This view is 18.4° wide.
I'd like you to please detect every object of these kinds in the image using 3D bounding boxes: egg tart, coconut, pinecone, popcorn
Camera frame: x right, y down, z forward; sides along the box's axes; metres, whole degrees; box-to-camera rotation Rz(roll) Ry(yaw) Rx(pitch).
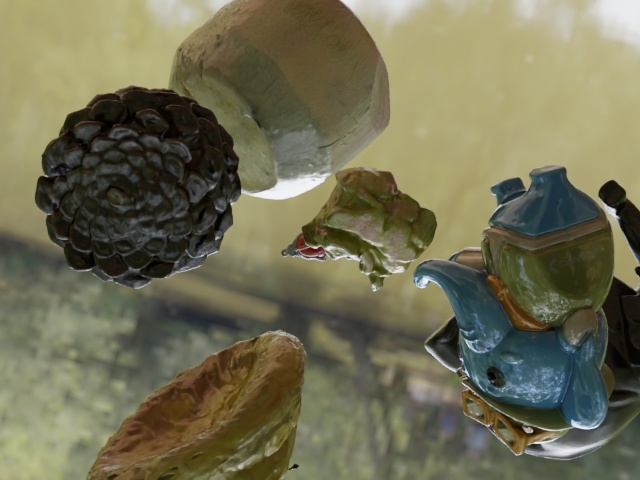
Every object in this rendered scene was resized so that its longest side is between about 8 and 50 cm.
[{"bbox_3d":[-0.126,0.235,2.248,0.128,0.319,0.319,56,162,-15],"label":"egg tart"},{"bbox_3d":[-0.038,-0.169,2.127,0.227,0.230,0.227,28,140,27],"label":"coconut"},{"bbox_3d":[-0.141,-0.051,1.604,0.163,0.163,0.165,15,-161,3],"label":"pinecone"},{"bbox_3d":[0.042,-0.014,1.609,0.097,0.089,0.109,29,166,20],"label":"popcorn"}]

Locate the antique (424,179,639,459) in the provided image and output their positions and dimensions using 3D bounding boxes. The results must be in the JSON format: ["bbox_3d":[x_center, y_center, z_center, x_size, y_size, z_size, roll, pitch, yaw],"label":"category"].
[{"bbox_3d":[0.313,0.113,2.383,0.255,0.322,0.185,45,172,4],"label":"antique"}]

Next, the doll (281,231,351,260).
[{"bbox_3d":[0.000,-0.001,2.455,0.114,0.039,0.057,-15,122,29],"label":"doll"}]

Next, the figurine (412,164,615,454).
[{"bbox_3d":[0.183,0.057,1.771,0.180,0.262,0.154,0,-163,33],"label":"figurine"}]
